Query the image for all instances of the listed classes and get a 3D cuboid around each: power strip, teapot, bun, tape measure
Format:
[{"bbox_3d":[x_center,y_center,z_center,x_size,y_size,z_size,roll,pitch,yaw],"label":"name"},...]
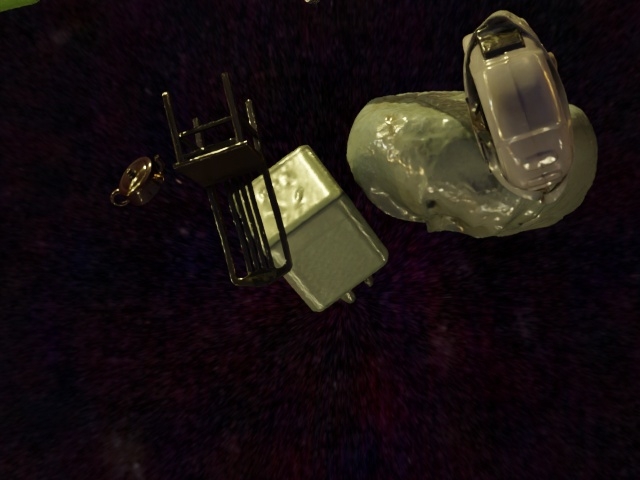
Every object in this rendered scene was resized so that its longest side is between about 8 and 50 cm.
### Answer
[{"bbox_3d":[0.000,0.000,1.802,0.139,0.224,0.140,-37,44,1],"label":"power strip"},{"bbox_3d":[-0.256,-0.083,1.773,0.100,0.068,0.045,-37,127,16],"label":"teapot"},{"bbox_3d":[0.206,-0.107,1.791,0.355,0.354,0.194,3,102,1],"label":"bun"},{"bbox_3d":[0.236,-0.161,1.512,0.120,0.197,0.236,-18,82,8],"label":"tape measure"}]

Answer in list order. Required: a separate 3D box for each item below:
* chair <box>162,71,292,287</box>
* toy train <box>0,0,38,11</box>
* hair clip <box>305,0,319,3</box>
[{"bbox_3d":[-0.097,-0.059,1.364,0.084,0.101,0.212,-17,72,12],"label":"chair"},{"bbox_3d":[-0.280,-0.178,0.743,0.253,0.105,0.157,-21,106,-30],"label":"toy train"},{"bbox_3d":[0.012,-0.399,1.783,0.090,0.278,0.137,18,86,-31],"label":"hair clip"}]
